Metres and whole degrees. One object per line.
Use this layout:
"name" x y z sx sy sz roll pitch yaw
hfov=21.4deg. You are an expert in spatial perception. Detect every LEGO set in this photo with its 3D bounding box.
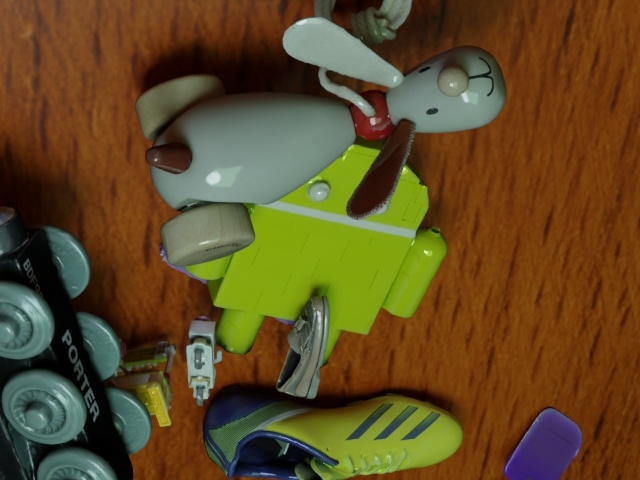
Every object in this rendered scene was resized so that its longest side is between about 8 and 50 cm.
"LEGO set" -0.238 0.102 1.626 0.287 0.107 0.132 10 122 -1

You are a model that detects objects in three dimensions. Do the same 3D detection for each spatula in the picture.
"spatula" 0.184 0.309 1.928 0.084 0.030 0.296 33 110 -34

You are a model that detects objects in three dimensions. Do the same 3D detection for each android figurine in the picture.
"android figurine" 0.000 0.000 1.605 0.248 0.056 0.273 14 120 -23

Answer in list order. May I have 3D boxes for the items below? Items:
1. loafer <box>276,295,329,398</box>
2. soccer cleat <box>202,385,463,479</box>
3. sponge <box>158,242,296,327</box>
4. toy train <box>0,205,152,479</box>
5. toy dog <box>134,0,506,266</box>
"loafer" -0.017 0.104 1.619 0.039 0.045 0.125 2 130 -8
"soccer cleat" 0.018 0.218 1.759 0.289 0.121 0.093 6 122 -20
"sponge" -0.040 0.015 1.657 0.210 0.031 0.117 29 111 -29
"toy train" -0.279 0.126 1.504 0.190 0.142 0.334 -8 118 18
"toy dog" -0.023 -0.100 1.438 0.334 0.161 0.220 -38 81 8
